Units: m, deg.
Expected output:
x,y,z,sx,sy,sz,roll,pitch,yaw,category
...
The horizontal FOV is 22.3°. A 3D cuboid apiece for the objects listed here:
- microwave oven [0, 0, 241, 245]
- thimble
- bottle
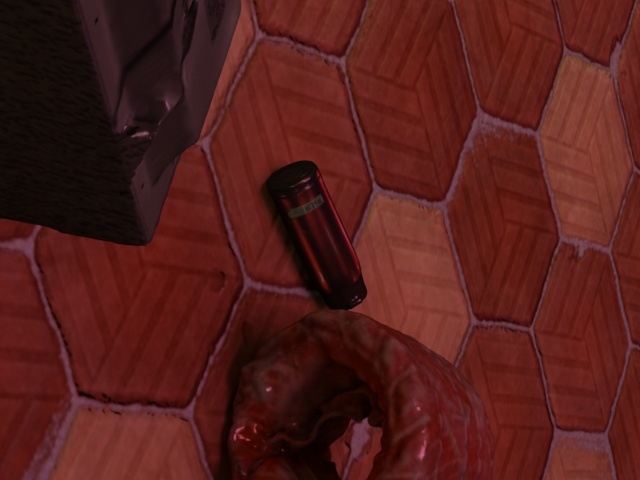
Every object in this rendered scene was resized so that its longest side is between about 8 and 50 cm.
x,y,z,sx,sy,sz,roll,pitch,yaw,category
-0.231,-0.212,0.986,0.432,0.375,0.236,84,19,-64,microwave oven
0.036,0.191,1.549,0.162,0.239,0.239,25,67,-52,thimble
0.000,0.000,1.660,0.060,0.060,0.164,-52,127,-43,bottle
